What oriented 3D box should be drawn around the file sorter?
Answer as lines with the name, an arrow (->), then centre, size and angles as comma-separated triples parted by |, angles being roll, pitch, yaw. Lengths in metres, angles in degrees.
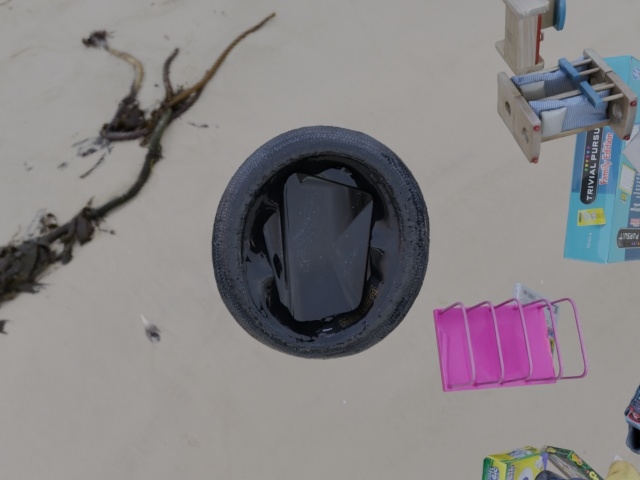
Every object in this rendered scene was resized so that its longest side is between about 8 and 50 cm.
file sorter -> 0.446, 0.242, 1.350 | 0.291, 0.182, 0.201 | -2, 74, -9

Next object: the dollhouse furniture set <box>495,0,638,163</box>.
dollhouse furniture set -> 0.299, -0.213, 0.696 | 0.130, 0.183, 0.128 | -15, 46, 4

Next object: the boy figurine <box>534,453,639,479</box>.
boy figurine -> 0.363, 0.356, 0.713 | 0.092, 0.285, 0.177 | 30, 72, -2

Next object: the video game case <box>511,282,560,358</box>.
video game case -> 0.619, 0.247, 1.656 | 0.023, 0.213, 0.193 | -9, 62, 53

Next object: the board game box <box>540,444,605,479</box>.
board game box -> 0.697, 0.628, 1.460 | 0.260, 0.136, 0.030 | 43, 71, 2

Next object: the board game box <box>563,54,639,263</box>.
board game box -> 0.544, -0.132, 1.021 | 0.079, 0.254, 0.335 | 10, 98, 48

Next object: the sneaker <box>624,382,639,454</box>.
sneaker -> 0.803, 0.413, 1.378 | 0.125, 0.261, 0.104 | -15, 21, -24

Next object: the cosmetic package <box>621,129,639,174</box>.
cosmetic package -> 0.529, -0.024, 0.596 | 0.197, 0.155, 0.365 | -5, 53, -17

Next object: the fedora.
fedora -> 0.000, 0.000, 0.845 | 0.335, 0.333, 0.152 | -17, 10, 3

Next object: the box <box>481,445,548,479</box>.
box -> 0.329, 0.419, 0.984 | 0.043, 0.179, 0.105 | 6, 88, 49
